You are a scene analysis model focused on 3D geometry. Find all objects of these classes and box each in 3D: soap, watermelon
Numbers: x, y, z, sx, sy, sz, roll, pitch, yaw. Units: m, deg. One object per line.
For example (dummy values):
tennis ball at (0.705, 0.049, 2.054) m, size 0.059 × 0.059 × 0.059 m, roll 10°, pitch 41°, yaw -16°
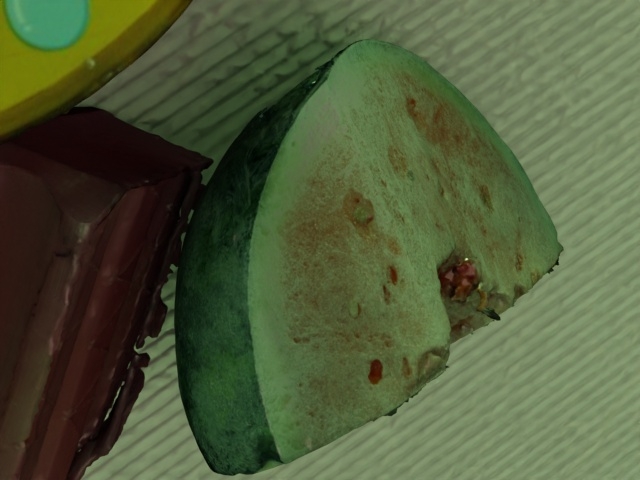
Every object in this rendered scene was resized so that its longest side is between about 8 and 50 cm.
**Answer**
soap at (-0.156, 0.061, 0.831) m, size 0.099 × 0.162 × 0.250 m, roll 21°, pitch 104°, yaw 8°
watermelon at (-0.005, 0.003, 0.883) m, size 0.175 × 0.322 × 0.188 m, roll -23°, pitch 90°, yaw 28°

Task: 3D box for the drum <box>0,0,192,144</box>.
drum at (-0.236, -0.216, 0.561) m, size 0.431 × 0.214 × 0.431 m, roll 2°, pitch 86°, yaw -30°
